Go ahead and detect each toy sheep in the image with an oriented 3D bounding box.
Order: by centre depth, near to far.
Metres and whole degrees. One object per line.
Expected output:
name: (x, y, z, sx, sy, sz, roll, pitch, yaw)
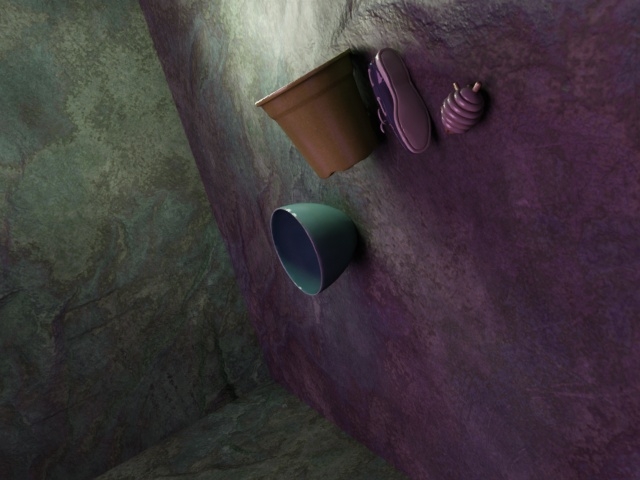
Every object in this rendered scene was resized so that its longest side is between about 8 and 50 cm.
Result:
toy sheep: (0.287, -0.268, 1.179, 0.091, 0.091, 0.132, 52, 146, 25)

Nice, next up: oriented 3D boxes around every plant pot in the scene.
plant pot: (0.014, -0.310, 1.501, 0.254, 0.276, 0.276, 59, 157, -15)
plant pot: (0.000, 0.000, 1.831, 0.290, 0.195, 0.290, 43, 147, 38)

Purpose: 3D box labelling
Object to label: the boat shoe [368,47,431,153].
boat shoe: (0.174, -0.312, 1.342, 0.255, 0.095, 0.079, 66, 153, 3)
